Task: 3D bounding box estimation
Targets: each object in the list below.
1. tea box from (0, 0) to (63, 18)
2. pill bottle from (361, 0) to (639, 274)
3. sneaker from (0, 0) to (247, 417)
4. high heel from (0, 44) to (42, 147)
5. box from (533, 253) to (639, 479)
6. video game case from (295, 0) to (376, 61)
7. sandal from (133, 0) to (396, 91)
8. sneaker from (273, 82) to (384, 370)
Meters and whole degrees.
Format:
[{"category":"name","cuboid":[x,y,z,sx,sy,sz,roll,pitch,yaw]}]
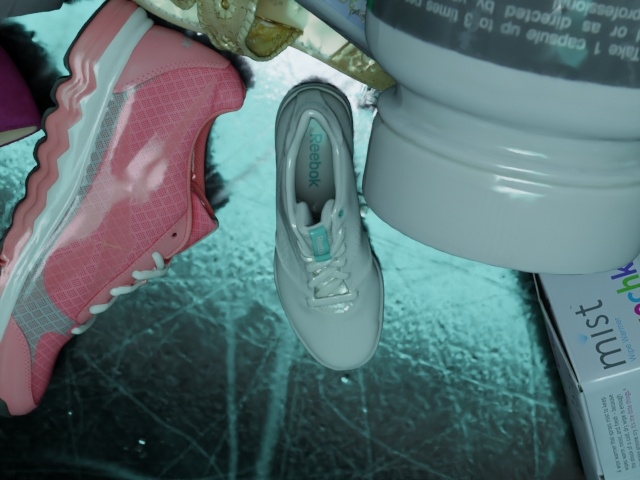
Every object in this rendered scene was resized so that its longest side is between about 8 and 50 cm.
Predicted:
[{"category":"tea box","cuboid":[-0.271,-0.344,0.755,0.323,0.220,0.329,23,103,0]},{"category":"pill bottle","cuboid":[0.136,-0.178,0.698,0.204,0.204,0.361,10,112,-1]},{"category":"sneaker","cuboid":[-0.146,-0.003,0.896,0.136,0.116,0.314,21,103,-5]},{"category":"high heel","cuboid":[-0.373,-0.019,0.883,0.181,0.127,0.377,44,98,3]},{"category":"box","cuboid":[0.279,0.095,0.846,0.231,0.127,0.262,-18,136,7]},{"category":"video game case","cuboid":[0.043,-0.265,0.756,0.244,0.061,0.270,27,92,-49]},{"category":"sandal","cuboid":[-0.032,-0.158,0.863,0.240,0.079,0.088,20,109,-8]},{"category":"sneaker","cuboid":[0.000,0.000,0.904,0.080,0.094,0.212,-9,104,2]}]
